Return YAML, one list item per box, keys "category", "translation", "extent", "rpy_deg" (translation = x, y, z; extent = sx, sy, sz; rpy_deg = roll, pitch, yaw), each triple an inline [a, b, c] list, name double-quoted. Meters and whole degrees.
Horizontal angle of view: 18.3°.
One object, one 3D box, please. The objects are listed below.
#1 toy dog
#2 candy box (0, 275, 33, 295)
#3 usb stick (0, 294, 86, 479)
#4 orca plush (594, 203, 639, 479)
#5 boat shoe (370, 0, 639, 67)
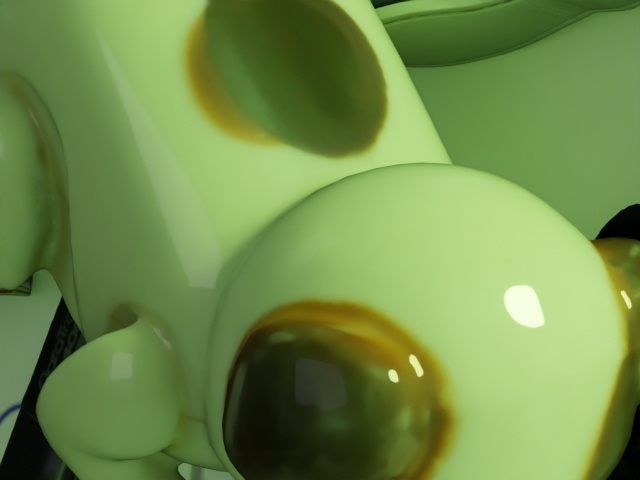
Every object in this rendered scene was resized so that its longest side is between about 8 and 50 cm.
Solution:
- category: "toy dog"
  translation: [0.000, 0.000, 1.007]
  extent: [0.408, 0.285, 0.395]
  rpy_deg: [47, 129, 40]
- category: "candy box"
  translation: [-0.288, -0.123, 1.386]
  extent: [0.183, 0.087, 0.316]
  rpy_deg: [2, 86, 5]
- category: "usb stick"
  translation: [-0.151, 0.067, 1.332]
  extent: [0.077, 0.045, 0.278]
  rpy_deg: [31, 104, 44]
- category: "orca plush"
  translation: [0.154, 0.058, 1.053]
  extent: [0.287, 0.102, 0.151]
  rpy_deg: [-41, 62, 28]
- category: "boat shoe"
  translation: [0.100, -0.159, 1.122]
  extent: [0.254, 0.095, 0.079]
  rpy_deg: [-15, 72, 46]
